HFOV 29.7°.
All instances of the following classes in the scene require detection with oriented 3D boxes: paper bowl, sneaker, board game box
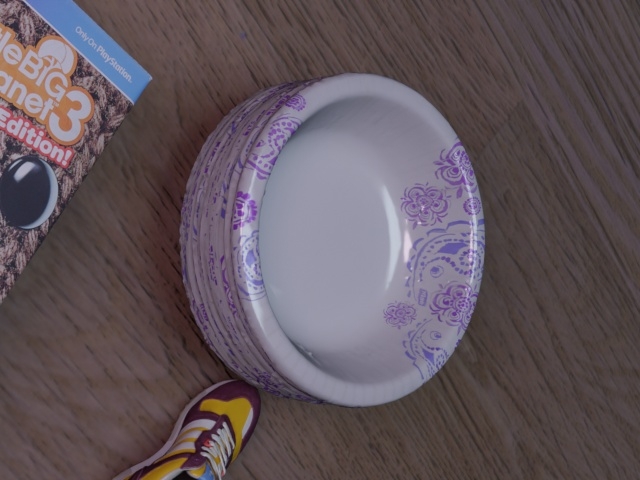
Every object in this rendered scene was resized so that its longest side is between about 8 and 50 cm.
[{"bbox_3d":[0.000,0.000,1.065,0.284,0.148,0.284,0,90,-41],"label":"paper bowl"},{"bbox_3d":[-0.100,0.189,1.017,0.185,0.084,0.069,-45,117,-32],"label":"sneaker"},{"bbox_3d":[-0.298,-0.069,0.811,0.232,0.141,0.291,43,63,-32],"label":"board game box"}]
